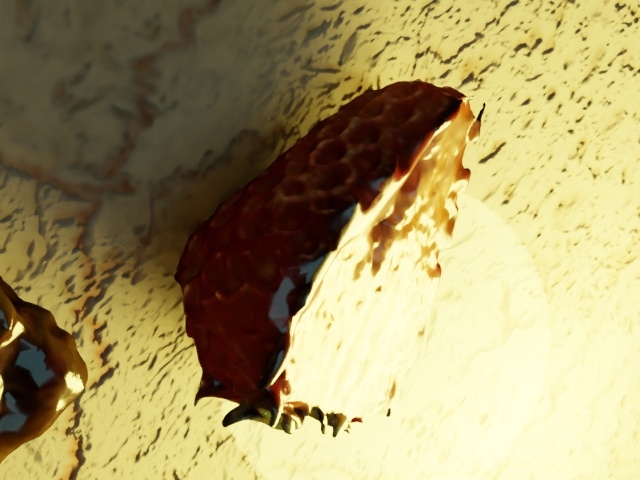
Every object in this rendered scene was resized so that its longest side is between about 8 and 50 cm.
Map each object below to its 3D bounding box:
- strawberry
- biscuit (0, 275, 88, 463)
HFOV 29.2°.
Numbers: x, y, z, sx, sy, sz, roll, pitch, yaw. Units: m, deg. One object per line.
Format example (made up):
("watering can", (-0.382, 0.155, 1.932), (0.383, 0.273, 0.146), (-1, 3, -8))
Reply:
("strawberry", (-0.010, 0.008, 0.927), (0.253, 0.150, 0.280), (-13, 121, -57))
("biscuit", (-0.367, 0.064, 0.648), (0.343, 0.166, 0.395), (-46, 135, -11))
